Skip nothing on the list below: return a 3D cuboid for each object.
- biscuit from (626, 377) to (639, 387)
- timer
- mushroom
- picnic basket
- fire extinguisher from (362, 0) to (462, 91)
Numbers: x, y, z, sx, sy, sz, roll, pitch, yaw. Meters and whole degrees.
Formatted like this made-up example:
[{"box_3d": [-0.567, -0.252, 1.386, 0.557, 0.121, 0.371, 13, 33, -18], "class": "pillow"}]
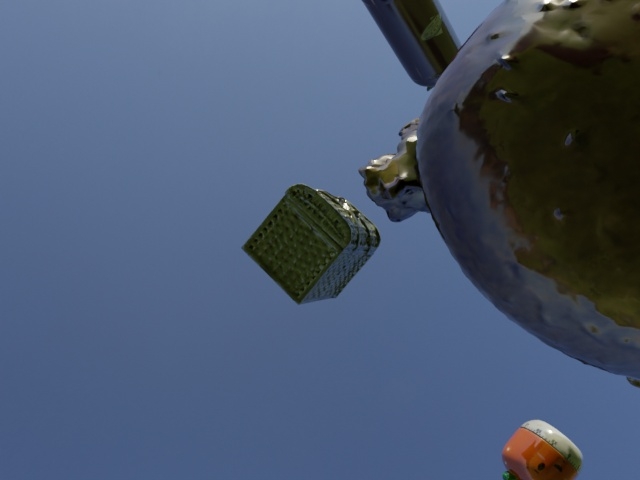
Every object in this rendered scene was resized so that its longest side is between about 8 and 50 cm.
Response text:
[{"box_3d": [0.545, 0.054, 0.982, 0.268, 0.115, 0.366, -7, -119, -9], "class": "biscuit"}, {"box_3d": [0.338, 0.354, 0.976, 0.136, 0.136, 0.099, -36, -92, -18], "class": "timer"}, {"box_3d": [0.205, -0.040, 0.451, 0.334, 0.356, 0.331, 43, -139, 9], "class": "mushroom"}, {"box_3d": [0.000, 0.000, 0.996, 0.134, 0.196, 0.154, 45, -79, 16], "class": "picnic basket"}, {"box_3d": [0.184, -0.384, 1.117, 0.337, 0.136, 0.114, 44, -141, -44], "class": "fire extinguisher"}]
